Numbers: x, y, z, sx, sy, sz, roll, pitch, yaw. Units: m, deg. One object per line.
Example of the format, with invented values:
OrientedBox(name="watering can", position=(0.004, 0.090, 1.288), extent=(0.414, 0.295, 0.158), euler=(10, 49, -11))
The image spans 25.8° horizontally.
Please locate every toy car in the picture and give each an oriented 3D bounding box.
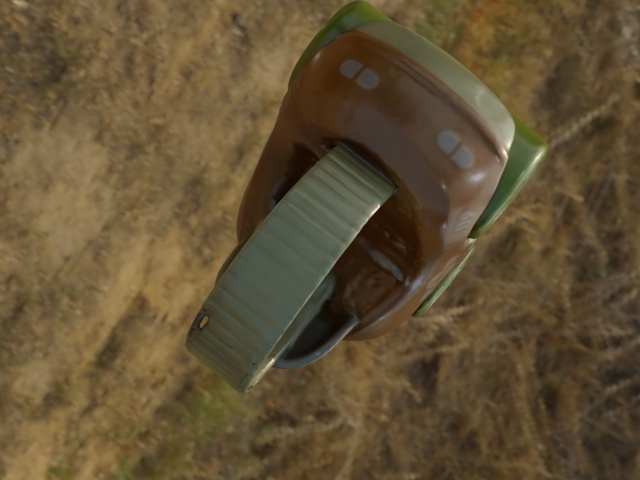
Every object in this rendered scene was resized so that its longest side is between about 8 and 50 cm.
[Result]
OrientedBox(name="toy car", position=(0.000, 0.000, 0.818), extent=(0.235, 0.145, 0.235), euler=(-50, 173, -8))
